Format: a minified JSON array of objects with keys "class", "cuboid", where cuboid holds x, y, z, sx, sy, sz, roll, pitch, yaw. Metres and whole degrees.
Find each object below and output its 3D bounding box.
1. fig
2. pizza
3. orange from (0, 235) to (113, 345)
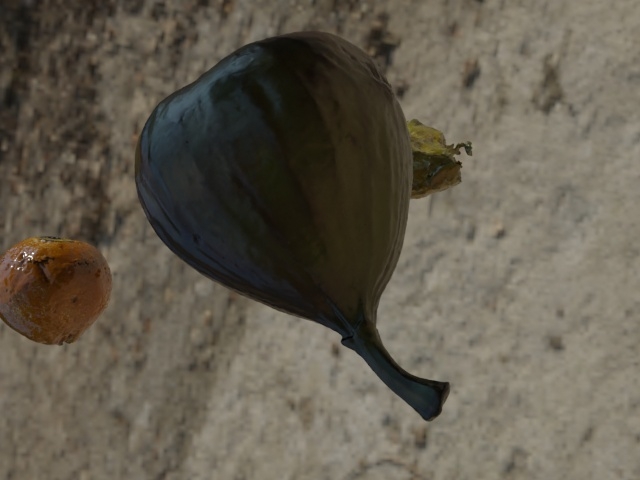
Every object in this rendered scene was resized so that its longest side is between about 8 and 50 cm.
[{"class":"fig","cuboid":[0.000,0.000,1.010,0.321,0.217,0.217,61,139,26]},{"class":"pizza","cuboid":[0.077,-0.100,1.683,0.279,0.287,0.075,-13,103,25]},{"class":"orange","cuboid":[-0.297,0.055,1.477,0.135,0.135,0.118,8,88,62]}]
